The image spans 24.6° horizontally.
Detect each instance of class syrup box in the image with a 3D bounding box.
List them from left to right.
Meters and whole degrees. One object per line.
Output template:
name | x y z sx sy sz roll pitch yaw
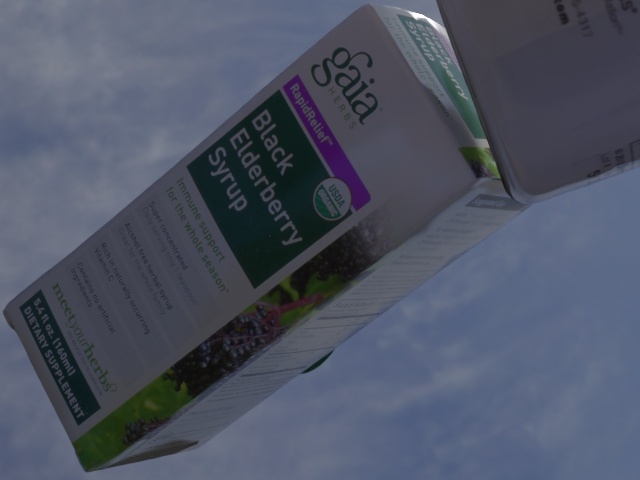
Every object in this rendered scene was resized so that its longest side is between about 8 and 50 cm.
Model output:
syrup box | -0.022 0.004 0.673 0.237 0.093 0.096 -38 -18 23

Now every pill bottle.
pill bottle | 0.157 -0.110 0.535 0.229 0.131 0.131 -20 -54 6

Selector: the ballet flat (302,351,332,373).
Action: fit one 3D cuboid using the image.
ballet flat | 0.000 0.000 1.260 0.086 0.086 0.248 -14 -46 -42
